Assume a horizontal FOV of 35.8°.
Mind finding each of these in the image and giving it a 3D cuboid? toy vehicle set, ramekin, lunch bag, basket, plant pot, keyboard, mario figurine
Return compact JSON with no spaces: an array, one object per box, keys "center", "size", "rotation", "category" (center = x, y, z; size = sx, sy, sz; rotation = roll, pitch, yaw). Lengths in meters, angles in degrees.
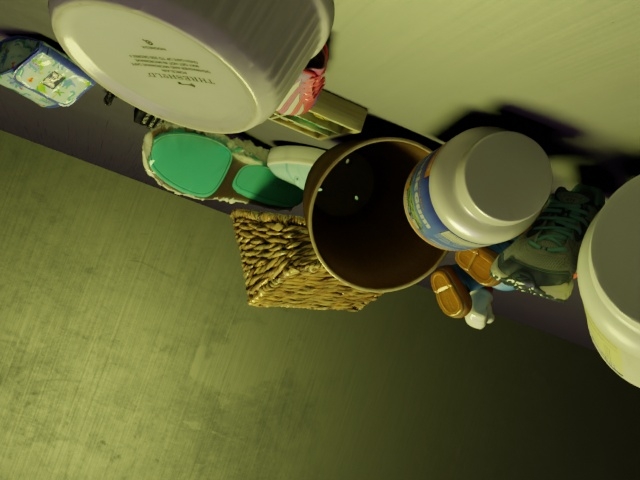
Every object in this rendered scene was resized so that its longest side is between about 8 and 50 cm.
[{"center":[-0.082,-0.216,1.443],"size":[0.267,0.035,0.166],"rotation":[21,174,-19],"category":"toy vehicle set"},{"center":[-0.131,-0.211,0.942],"size":[0.273,0.127,0.273],"rotation":[20,161,7],"category":"ramekin"},{"center":[-0.485,-0.299,1.743],"size":[0.151,0.096,0.129],"rotation":[-5,157,40],"category":"lunch bag"},{"center":[0.000,0.000,1.983],"size":[0.299,0.223,0.213],"rotation":[6,149,-35],"category":"basket"},{"center":[0.065,-0.069,1.584],"size":[0.237,0.237,0.254],"rotation":[21,-171,-20],"category":"plant pot"},{"center":[-0.339,-0.256,1.941],"size":[0.201,0.033,0.317],"rotation":[21,173,-13],"category":"keyboard"},{"center":[0.331,0.047,1.568],"size":[0.198,0.170,0.320],"rotation":[-3,-170,44],"category":"mario figurine"}]

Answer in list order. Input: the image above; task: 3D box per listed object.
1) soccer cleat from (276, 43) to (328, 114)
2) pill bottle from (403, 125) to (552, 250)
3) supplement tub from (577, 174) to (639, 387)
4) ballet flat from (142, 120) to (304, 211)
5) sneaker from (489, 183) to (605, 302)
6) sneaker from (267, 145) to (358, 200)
[{"center":[-0.025,-0.204,1.183],"size":[0.095,0.083,0.248],"rotation":[13,170,15],"category":"soccer cleat"},{"center":[0.208,-0.068,1.314],"size":[0.152,0.152,0.272],"rotation":[20,174,-4],"category":"pill bottle"},{"center":[0.444,0.056,1.229],"size":[0.235,0.235,0.325],"rotation":[17,168,22],"category":"supplement tub"},{"center":[-0.199,-0.148,1.935],"size":[0.409,0.147,0.147],"rotation":[17,177,-44],"category":"ballet flat"},{"center":[0.310,-0.010,1.317],"size":[0.110,0.122,0.283],"rotation":[21,-156,21],"category":"sneaker"},{"center":[0.038,-0.070,1.826],"size":[0.366,0.150,0.135],"rotation":[20,174,29],"category":"sneaker"}]
